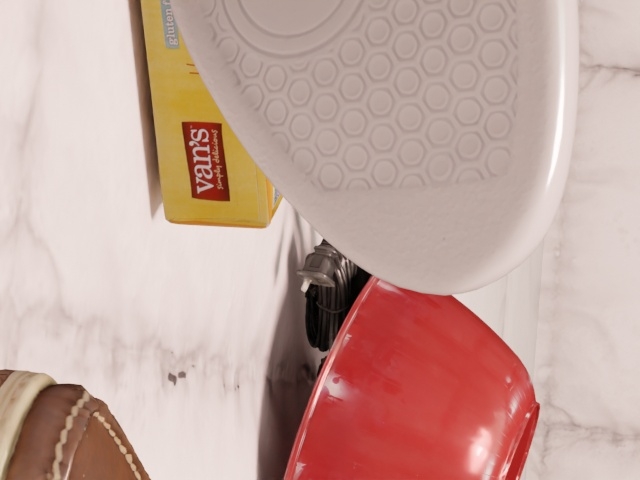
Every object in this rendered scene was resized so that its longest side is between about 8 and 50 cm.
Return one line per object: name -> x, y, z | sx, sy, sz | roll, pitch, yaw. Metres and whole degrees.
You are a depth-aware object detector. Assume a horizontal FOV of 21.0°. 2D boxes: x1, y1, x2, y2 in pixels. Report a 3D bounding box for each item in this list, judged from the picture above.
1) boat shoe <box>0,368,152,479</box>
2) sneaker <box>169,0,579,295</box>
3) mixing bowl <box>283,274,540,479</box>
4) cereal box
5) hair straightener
boat shoe -> -0.045, 0.134, 0.539 | 0.257, 0.095, 0.095 | 81, 17, -47
sneaker -> 0.022, -0.114, 0.478 | 0.147, 0.104, 0.296 | 19, 45, -56
mixing bowl -> 0.054, 0.108, 0.901 | 0.181, 0.098, 0.181 | 19, 90, -77
cereal box -> -0.018, -0.136, 0.698 | 0.240, 0.047, 0.173 | -66, 155, -57
hair straightener -> 0.000, 0.000, 0.876 | 0.089, 0.047, 0.230 | -56, 156, -44
